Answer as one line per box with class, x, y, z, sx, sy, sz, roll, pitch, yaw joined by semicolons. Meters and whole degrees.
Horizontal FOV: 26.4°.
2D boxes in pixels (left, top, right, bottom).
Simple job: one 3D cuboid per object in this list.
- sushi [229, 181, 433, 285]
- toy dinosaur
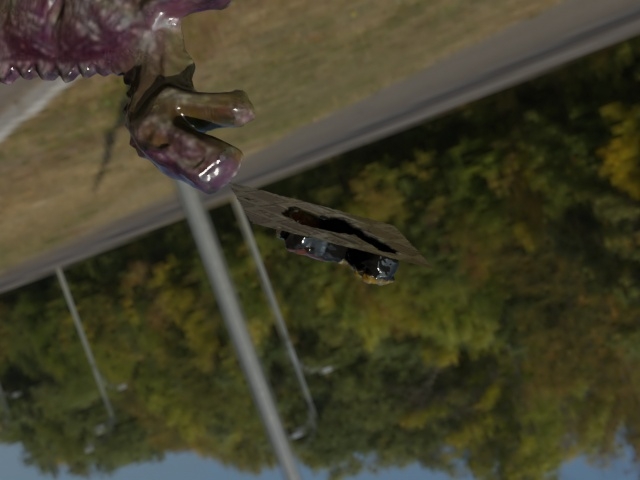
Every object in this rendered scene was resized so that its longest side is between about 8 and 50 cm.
sushi;0.000;0.000;0.908;0.126;0.026;0.120;15;-168;-13
toy dinosaur;-0.148;-0.102;0.695;0.251;0.200;0.072;6;158;7
